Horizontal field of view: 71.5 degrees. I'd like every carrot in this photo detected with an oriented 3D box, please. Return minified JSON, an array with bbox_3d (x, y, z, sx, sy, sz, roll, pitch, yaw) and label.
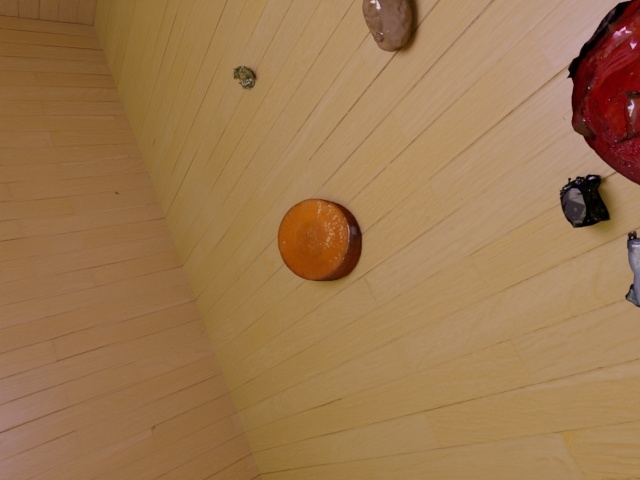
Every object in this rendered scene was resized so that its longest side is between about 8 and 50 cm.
[{"bbox_3d":[0.000,0.000,1.354,0.307,0.100,0.259,-16,86,44],"label":"carrot"}]

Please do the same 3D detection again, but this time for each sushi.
[{"bbox_3d":[0.449,-0.069,0.766,0.056,0.083,0.085,-3,99,52],"label":"sushi"}]

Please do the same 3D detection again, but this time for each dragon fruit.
[{"bbox_3d":[0.479,-0.196,0.537,0.302,0.295,0.296,54,138,45],"label":"dragon fruit"}]

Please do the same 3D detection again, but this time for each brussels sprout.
[{"bbox_3d":[-0.258,-0.563,1.531,0.085,0.058,0.085,16,134,17],"label":"brussels sprout"}]

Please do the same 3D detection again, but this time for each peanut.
[{"bbox_3d":[0.145,-0.557,0.984,0.101,0.117,0.263,-1,97,31],"label":"peanut"}]

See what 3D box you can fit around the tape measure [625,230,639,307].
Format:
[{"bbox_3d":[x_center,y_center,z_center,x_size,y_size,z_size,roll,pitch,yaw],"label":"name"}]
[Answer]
[{"bbox_3d":[0.609,0.069,0.604,0.330,0.084,0.164,10,110,51],"label":"tape measure"}]
